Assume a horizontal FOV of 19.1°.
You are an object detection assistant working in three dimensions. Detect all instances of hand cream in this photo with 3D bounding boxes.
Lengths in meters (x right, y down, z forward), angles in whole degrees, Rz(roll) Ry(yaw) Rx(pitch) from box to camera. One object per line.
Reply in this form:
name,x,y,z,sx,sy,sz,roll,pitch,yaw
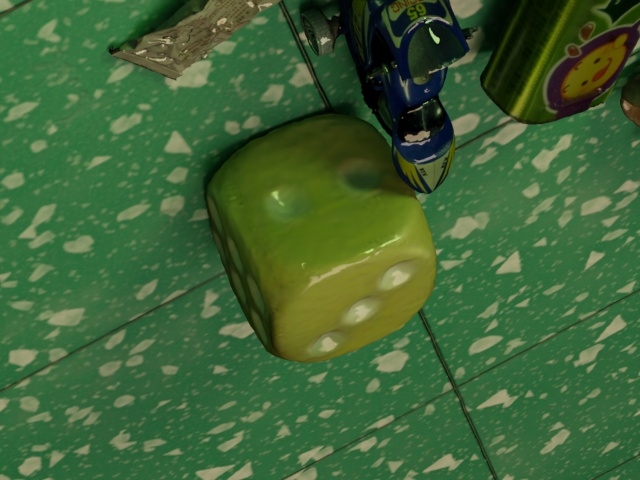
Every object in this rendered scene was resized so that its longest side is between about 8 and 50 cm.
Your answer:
hand cream,-0.062,-0.213,1.540,0.257,0.050,0.084,-42,150,27

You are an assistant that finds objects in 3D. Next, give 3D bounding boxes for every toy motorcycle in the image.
toy motorcycle,0.066,-0.159,1.599,0.113,0.169,0.315,-24,148,-9

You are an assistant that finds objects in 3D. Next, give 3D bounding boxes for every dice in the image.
dice,0.000,0.000,1.781,0.169,0.169,0.166,-21,148,-11

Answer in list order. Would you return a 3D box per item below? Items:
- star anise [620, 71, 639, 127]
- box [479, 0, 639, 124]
star anise,0.456,-0.169,1.945,0.315,0.108,0.315,-20,160,-7
box,0.255,-0.257,1.677,0.134,0.097,0.345,-19,149,-31
